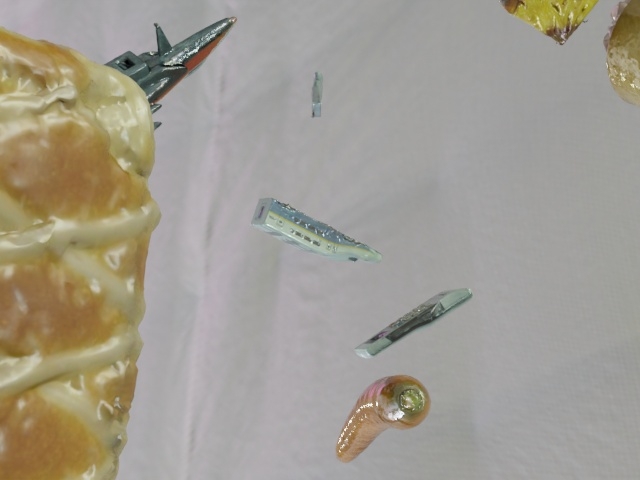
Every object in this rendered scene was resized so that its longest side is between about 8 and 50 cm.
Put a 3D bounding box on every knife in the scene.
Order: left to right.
[{"bbox_3d":[-0.005,-0.172,1.585,0.210,0.015,0.028,-89,-174,-74],"label":"knife"}]

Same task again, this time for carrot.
[{"bbox_3d":[0.063,0.196,1.500,0.062,0.066,0.271,-35,176,-24],"label":"carrot"}]

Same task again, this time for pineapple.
[{"bbox_3d":[0.308,-0.314,1.775,0.137,0.116,0.069,-10,-146,3],"label":"pineapple"}]

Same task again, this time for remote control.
[{"bbox_3d":[0.124,0.109,1.757,0.166,0.029,0.065,-32,-176,-14],"label":"remote control"}]

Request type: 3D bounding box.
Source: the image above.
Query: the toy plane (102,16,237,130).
[{"bbox_3d":[-0.236,-0.191,1.643,0.326,0.104,0.223,-42,-131,-10],"label":"toy plane"}]

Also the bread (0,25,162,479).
[{"bbox_3d":[-0.321,0.023,0.915,0.279,0.390,0.371,4,-100,41],"label":"bread"}]

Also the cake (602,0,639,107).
[{"bbox_3d":[0.478,-0.277,1.831,0.207,0.185,0.178,-33,-141,-2],"label":"cake"}]

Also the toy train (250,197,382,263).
[{"bbox_3d":[0.000,0.000,2.103,0.052,0.234,0.051,3,-111,58],"label":"toy train"}]
